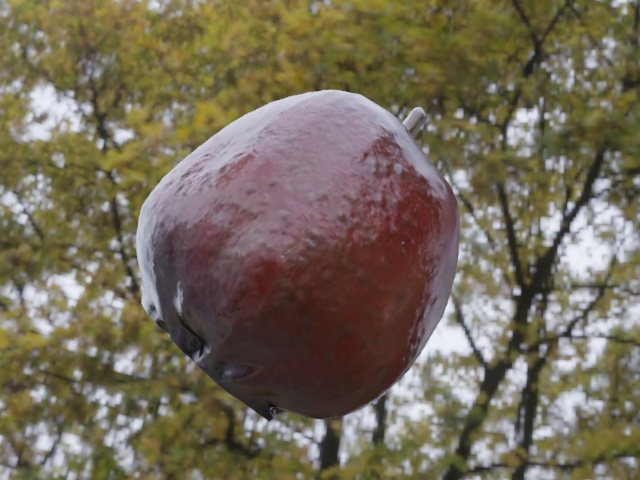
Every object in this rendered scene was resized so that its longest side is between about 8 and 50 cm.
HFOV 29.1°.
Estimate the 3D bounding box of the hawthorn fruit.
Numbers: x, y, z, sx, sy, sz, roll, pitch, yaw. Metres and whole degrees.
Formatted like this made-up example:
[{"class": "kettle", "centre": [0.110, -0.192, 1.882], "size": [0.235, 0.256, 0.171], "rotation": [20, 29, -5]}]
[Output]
[{"class": "hawthorn fruit", "centre": [0.000, 0.000, 0.833], "size": [0.215, 0.250, 0.215], "rotation": [35, -26, 21]}]
